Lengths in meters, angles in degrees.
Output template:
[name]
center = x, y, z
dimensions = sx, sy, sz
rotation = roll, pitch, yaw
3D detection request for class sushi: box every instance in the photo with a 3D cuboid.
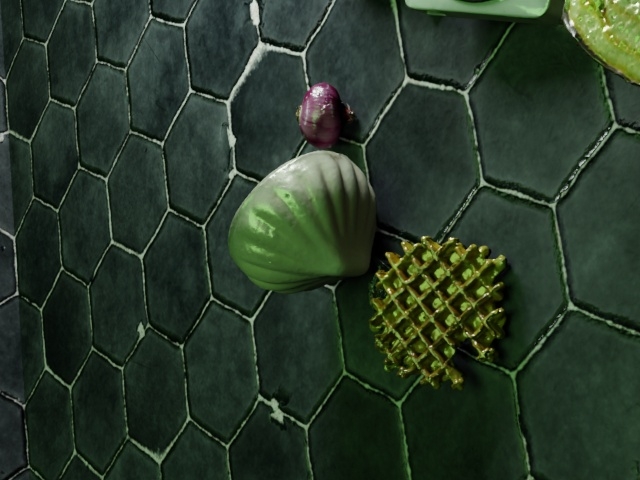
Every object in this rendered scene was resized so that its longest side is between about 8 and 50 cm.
[sushi]
center = 0.114, 0.080, 1.881
dimensions = 0.084, 0.056, 0.083
rotation = 45, 120, 45

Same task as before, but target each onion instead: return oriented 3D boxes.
[onion]
center = 0.010, -0.216, 2.018
dimensions = 0.104, 0.115, 0.115
rotation = -1, 84, 7

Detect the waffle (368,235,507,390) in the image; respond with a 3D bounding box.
[waffle]
center = 0.176, 0.107, 1.768
dimensions = 0.232, 0.051, 0.228
rotation = 8, 94, 35

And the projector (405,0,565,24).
[projector]
center = 0.264, -0.453, 1.716
dimensions = 0.257, 0.079, 0.259
rotation = 15, 95, 40

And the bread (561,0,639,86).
[bread]
center = 0.425, -0.287, 1.485
dimensions = 0.257, 0.124, 0.186
rotation = 37, 108, 47

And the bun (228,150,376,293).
[bun]
center = 0.000, 0.000, 1.887
dimensions = 0.175, 0.263, 0.263
rotation = 47, 122, 33
